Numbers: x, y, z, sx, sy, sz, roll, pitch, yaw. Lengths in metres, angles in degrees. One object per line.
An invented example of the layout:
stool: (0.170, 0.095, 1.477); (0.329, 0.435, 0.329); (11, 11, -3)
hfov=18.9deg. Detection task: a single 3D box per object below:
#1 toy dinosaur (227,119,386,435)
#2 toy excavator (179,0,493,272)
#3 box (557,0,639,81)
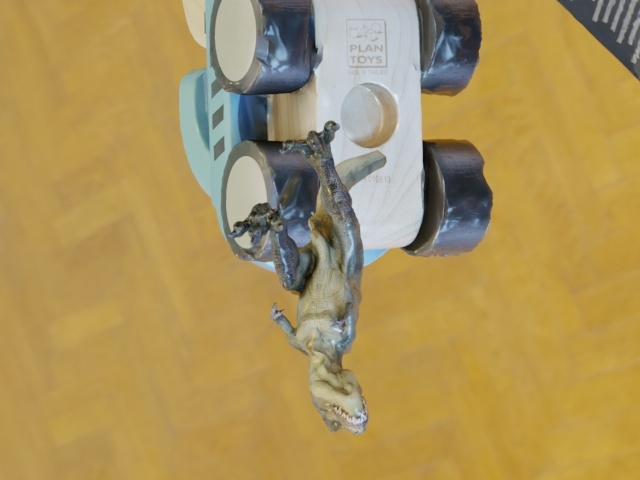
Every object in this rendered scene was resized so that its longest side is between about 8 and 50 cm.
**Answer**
toy dinosaur: (0.000, 0.000, 1.201); (0.064, 0.268, 0.118); (-13, 131, 19)
toy excavator: (-0.055, -0.184, 1.814); (0.445, 0.222, 0.433); (1, 94, 62)
box: (0.335, -0.262, 1.402); (0.395, 0.293, 0.212); (48, 162, 17)
